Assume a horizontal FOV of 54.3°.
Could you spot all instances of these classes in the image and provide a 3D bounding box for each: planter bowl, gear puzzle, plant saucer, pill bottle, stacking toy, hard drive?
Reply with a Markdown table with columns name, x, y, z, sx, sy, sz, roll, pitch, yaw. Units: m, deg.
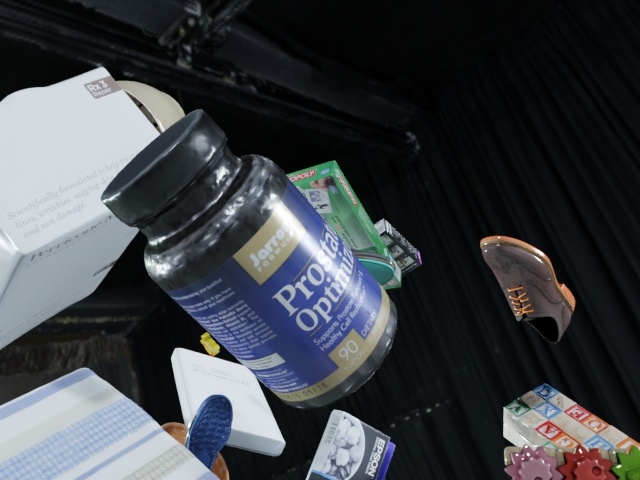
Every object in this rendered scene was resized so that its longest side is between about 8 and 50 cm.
| name | x | y | z | sx | sy | sz | roll | pitch | yaw |
| --- | --- | --- | --- | --- | --- | --- | --- | --- | --- |
| planter bowl | -0.258 | -0.154 | 0.886 | 0.162 | 0.162 | 0.109 | -34 | 10 | 32 |
| gear puzzle | 0.453 | 0.397 | 0.932 | 0.339 | 0.175 | 0.044 | -1 | -18 | 5 |
| plant saucer | -0.292 | 0.492 | 1.387 | 0.037 | 0.200 | 0.200 | -49 | -28 | 9 |
| pill bottle | -0.050 | 0.016 | 0.467 | 0.123 | 0.122 | 0.219 | -30 | -64 | 24 |
| stacking toy | -0.175 | 0.157 | 1.347 | 0.167 | 0.052 | 0.221 | -36 | -15 | -26 |
| hard drive | -0.240 | 0.392 | 1.553 | 0.233 | 0.353 | 0.047 | 22 | -82 | -24 |

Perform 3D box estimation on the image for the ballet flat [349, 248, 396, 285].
| name | x | y | z | sx | sy | sz | roll | pitch | yaw |
| --- | --- | --- | --- | --- | --- | --- | --- | --- | --- |
| ballet flat | 0.003 | 0.042 | 0.890 | 0.203 | 0.074 | 0.074 | -13 | -22 | 3 |

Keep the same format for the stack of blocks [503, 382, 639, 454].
| name | x | y | z | sx | sy | sz | roll | pitch | yaw |
| --- | --- | --- | --- | --- | --- | --- | --- | --- | --- |
| stack of blocks | 0.513 | 0.433 | 1.271 | 0.171 | 0.297 | 0.087 | -20 | -61 | -24 |

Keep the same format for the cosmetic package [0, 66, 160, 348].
| name | x | y | z | sx | sy | sz | roll | pitch | yaw |
| --- | --- | --- | --- | --- | --- | --- | --- | --- | --- |
| cosmetic package | -0.348 | -0.010 | 0.744 | 0.217 | 0.156 | 0.385 | -40 | 2 | -42 |

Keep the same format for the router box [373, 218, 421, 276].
| name | x | y | z | sx | sy | sz | roll | pitch | yaw |
| --- | --- | --- | --- | --- | --- | --- | --- | --- | --- |
| router box | 0.113 | 0.048 | 1.387 | 0.179 | 0.046 | 0.133 | -34 | -58 | 24 |

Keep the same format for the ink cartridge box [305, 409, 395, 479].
| name | x | y | z | sx | sy | sz | roll | pitch | yaw |
| --- | --- | --- | --- | --- | --- | --- | --- | --- | --- |
| ink cartridge box | 0.071 | 0.491 | 1.307 | 0.208 | 0.206 | 0.045 | 36 | -25 | -30 |

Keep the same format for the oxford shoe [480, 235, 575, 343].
| name | x | y | z | sx | sy | sz | roll | pitch | yaw |
| --- | --- | --- | --- | --- | --- | --- | --- | --- | --- |
| oxford shoe | 0.389 | 0.092 | 1.168 | 0.271 | 0.098 | 0.097 | 40 | -34 | -24 |

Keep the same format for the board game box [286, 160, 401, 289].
| name | x | y | z | sx | sy | sz | roll | pitch | yaw |
| --- | --- | --- | --- | --- | --- | --- | --- | --- | --- |
| board game box | 0.000 | 0.000 | 1.217 | 0.214 | 0.046 | 0.317 | -14 | -48 | 25 |

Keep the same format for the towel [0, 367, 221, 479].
| name | x | y | z | sx | sy | sz | roll | pitch | yaw |
| --- | --- | --- | --- | --- | --- | --- | --- | --- | --- |
| towel | -0.238 | 0.239 | 0.602 | 0.209 | 0.285 | 0.034 | -27 | -47 | -45 |

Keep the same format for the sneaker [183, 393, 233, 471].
| name | x | y | z | sx | sy | sz | roll | pitch | yaw |
| --- | --- | --- | --- | --- | --- | --- | --- | --- | --- |
| sneaker | -0.235 | 0.404 | 1.192 | 0.081 | 0.232 | 0.090 | 22 | -13 | -26 |
